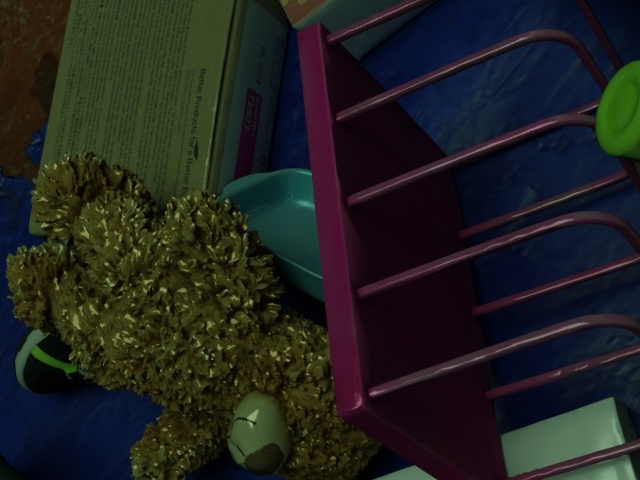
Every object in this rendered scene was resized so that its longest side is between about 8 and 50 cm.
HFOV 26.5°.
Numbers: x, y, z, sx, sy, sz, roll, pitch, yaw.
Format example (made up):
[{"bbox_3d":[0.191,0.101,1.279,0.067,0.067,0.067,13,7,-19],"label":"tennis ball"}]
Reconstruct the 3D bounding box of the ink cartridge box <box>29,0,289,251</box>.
[{"bbox_3d":[-0.138,-0.107,1.180,0.193,0.088,0.234,-1,73,31],"label":"ink cartridge box"}]

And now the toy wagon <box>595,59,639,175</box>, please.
[{"bbox_3d":[0.288,-0.060,0.797,0.068,0.267,0.344,-157,83,-71],"label":"toy wagon"}]

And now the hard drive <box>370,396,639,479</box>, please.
[{"bbox_3d":[0.094,0.253,0.940,0.308,0.040,0.203,-24,63,24],"label":"hard drive"}]

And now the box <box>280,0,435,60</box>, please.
[{"bbox_3d":[0.020,-0.256,1.127,0.130,0.091,0.170,-36,58,18],"label":"box"}]

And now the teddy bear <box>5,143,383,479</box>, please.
[{"bbox_3d":[-0.106,0.072,1.013,0.338,0.113,0.245,48,117,10],"label":"teddy bear"}]

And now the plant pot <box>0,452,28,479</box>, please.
[{"bbox_3d":[-0.275,0.307,1.035,0.255,0.272,0.271,32,92,22],"label":"plant pot"}]

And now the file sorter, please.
[{"bbox_3d":[0.124,-0.010,0.886,0.182,0.202,0.290,-22,54,23],"label":"file sorter"}]

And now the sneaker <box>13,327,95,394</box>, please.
[{"bbox_3d":[-0.158,0.089,1.130,0.235,0.084,0.097,-30,63,22],"label":"sneaker"}]

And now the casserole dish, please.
[{"bbox_3d":[0.000,0.000,1.054,0.188,0.114,0.037,29,130,35],"label":"casserole dish"}]
